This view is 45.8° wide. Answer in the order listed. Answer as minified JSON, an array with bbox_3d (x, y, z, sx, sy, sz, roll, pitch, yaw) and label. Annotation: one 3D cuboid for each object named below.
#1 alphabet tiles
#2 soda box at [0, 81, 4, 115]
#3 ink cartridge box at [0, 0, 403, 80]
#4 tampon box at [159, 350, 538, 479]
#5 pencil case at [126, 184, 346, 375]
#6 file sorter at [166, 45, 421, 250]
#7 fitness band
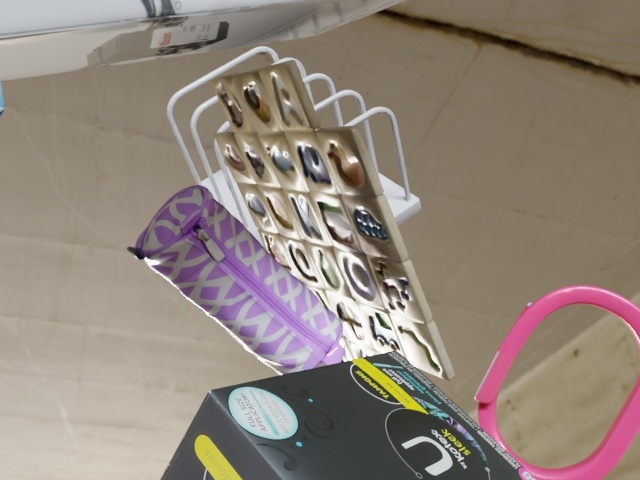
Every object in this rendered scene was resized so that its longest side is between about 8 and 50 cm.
[{"bbox_3d":[0.000,0.000,0.716,0.011,0.342,0.285,-31,19,-22],"label":"alphabet tiles"},{"bbox_3d":[-0.420,-0.178,0.882,0.071,0.210,0.067,25,-74,-35],"label":"soda box"},{"bbox_3d":[-0.111,-0.213,0.398,0.308,0.223,0.129,-19,10,-35],"label":"ink cartridge box"},{"bbox_3d":[0.013,0.139,0.387,0.161,0.120,0.101,-1,-54,-54],"label":"tampon box"},{"bbox_3d":[-0.067,0.039,0.669,0.088,0.086,0.206,-1,-39,50],"label":"pencil case"},{"bbox_3d":[-0.044,-0.110,0.968,0.193,0.278,0.173,-34,-46,-18],"label":"file sorter"},{"bbox_3d":[0.338,0.202,1.041,0.209,0.290,0.054,30,3,13],"label":"fitness band"}]
